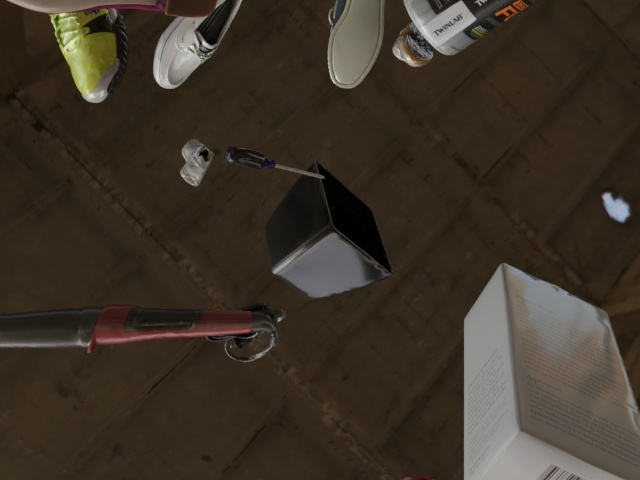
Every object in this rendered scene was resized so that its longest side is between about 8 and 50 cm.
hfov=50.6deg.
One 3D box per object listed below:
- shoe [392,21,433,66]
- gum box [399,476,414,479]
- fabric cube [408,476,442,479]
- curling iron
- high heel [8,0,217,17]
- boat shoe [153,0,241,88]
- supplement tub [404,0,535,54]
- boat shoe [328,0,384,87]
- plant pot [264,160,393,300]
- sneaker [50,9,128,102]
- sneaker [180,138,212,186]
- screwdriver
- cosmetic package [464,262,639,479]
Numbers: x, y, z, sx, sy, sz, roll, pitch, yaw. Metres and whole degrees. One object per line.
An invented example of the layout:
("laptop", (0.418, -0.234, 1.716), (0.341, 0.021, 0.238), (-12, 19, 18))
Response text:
("shoe", (0.193, -0.401, 1.426), (0.076, 0.058, 0.219), (36, -150, -11))
("gum box", (0.194, 0.558, 1.286), (0.062, 0.107, 0.188), (-17, -95, -22))
("fabric cube", (0.125, 0.434, 0.707), (0.254, 0.259, 0.258), (-11, -88, -36))
("curling iron", (-0.160, 0.072, 0.511), (0.274, 0.068, 0.035), (0, -124, -16))
("high heel", (-0.340, -0.388, 0.942), (0.377, 0.127, 0.181), (6, -151, -35))
("boat shoe", (-0.215, -0.352, 1.170), (0.083, 0.226, 0.076), (3, -143, -50))
("supplement tub", (0.199, -0.313, 0.786), (0.117, 0.190, 0.117), (32, -136, -36))
("boat shoe", (0.063, -0.398, 1.185), (0.095, 0.079, 0.255), (4, -70, -4))
("plant pot", (0.000, 0.000, 1.275), (0.187, 0.167, 0.188), (38, -153, -38))
("sneaker", (-0.469, -0.437, 1.277), (0.147, 0.145, 0.385), (4, -114, -53))
("sneaker", (-0.236, -0.163, 1.324), (0.053, 0.061, 0.152), (34, -159, -28))
("screwdriver", (-0.047, -0.092, 0.827), (0.170, 0.025, 0.024), (5, -118, -45))
("cosmetic package", (0.373, 0.249, 1.125), (0.230, 0.162, 0.453), (26, -150, -2))
